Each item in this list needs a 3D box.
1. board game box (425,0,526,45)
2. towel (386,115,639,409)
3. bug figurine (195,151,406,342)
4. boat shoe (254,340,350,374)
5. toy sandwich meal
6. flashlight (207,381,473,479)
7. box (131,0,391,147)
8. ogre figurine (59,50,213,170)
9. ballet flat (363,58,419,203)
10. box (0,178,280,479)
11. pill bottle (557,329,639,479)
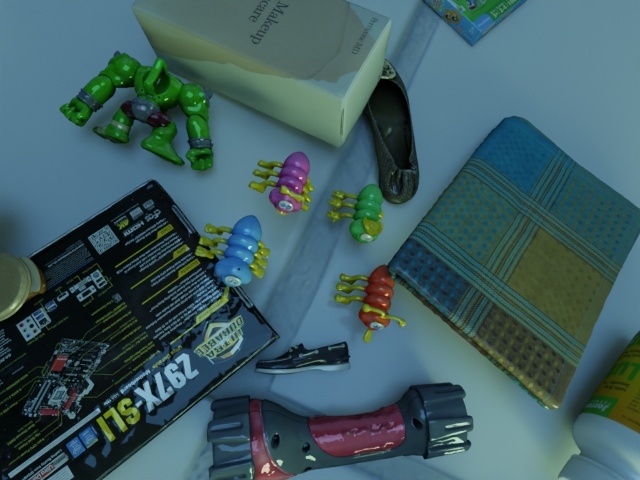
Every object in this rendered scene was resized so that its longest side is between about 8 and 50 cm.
[{"bbox_3d":[0.250,-0.467,0.753,0.160,0.039,0.211,-42,83,-15],"label":"board game box"},{"bbox_3d":[0.289,0.001,0.599,0.271,0.040,0.370,41,63,5],"label":"towel"},{"bbox_3d":[0.000,0.000,0.539,0.279,0.072,0.216,20,65,-22],"label":"bug figurine"},{"bbox_3d":[-0.022,0.152,0.550,0.126,0.046,0.038,-1,76,-11],"label":"boat shoe"},{"bbox_3d":[-0.349,0.051,0.466,0.086,0.029,0.085,0,74,-1],"label":"toy sandwich meal"},{"bbox_3d":[0.026,0.223,0.510,0.305,0.103,0.103,-6,73,-7],"label":"flashlight"},{"bbox_3d":[-0.075,-0.272,0.595,0.312,0.121,0.147,25,75,8],"label":"box"},{"bbox_3d":[-0.232,-0.180,0.587,0.197,0.097,0.118,20,85,10],"label":"ogre figurine"},{"bbox_3d":[0.107,-0.178,0.647,0.084,0.058,0.249,-3,76,-9],"label":"ballet flat"},{"bbox_3d":[-0.254,0.117,0.507,0.322,0.079,0.257,-38,81,-14],"label":"box"},{"bbox_3d":[0.415,0.238,0.536,0.246,0.136,0.136,-43,84,-15],"label":"pill bottle"}]
